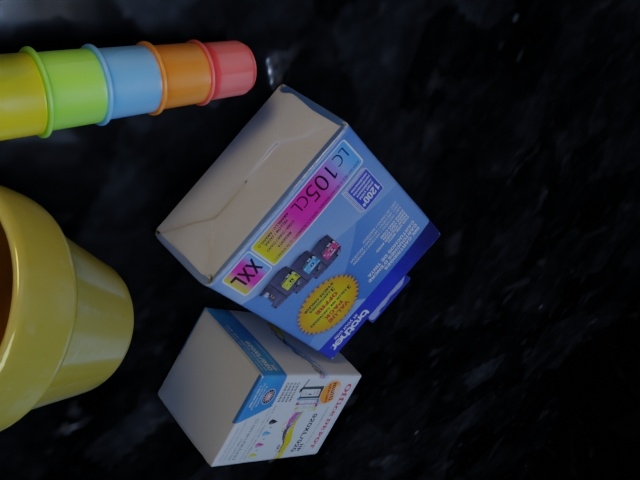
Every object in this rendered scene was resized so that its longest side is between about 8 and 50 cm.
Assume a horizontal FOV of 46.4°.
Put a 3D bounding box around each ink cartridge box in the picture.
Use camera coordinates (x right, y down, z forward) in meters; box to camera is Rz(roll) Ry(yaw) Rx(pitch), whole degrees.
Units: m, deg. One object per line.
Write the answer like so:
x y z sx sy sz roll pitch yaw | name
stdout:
0.000 0.000 1.090 0.270 0.151 0.395 -49 144 1 | ink cartridge box
-0.091 0.227 1.173 0.233 0.168 0.171 12 112 -49 | ink cartridge box

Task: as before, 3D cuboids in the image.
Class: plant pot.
-0.331 0.077 0.778 0.254 0.254 0.239 -51 158 4 | plant pot

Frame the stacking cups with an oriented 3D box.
-0.210 -0.161 0.792 0.316 0.096 0.096 -14 131 -37 | stacking cups
